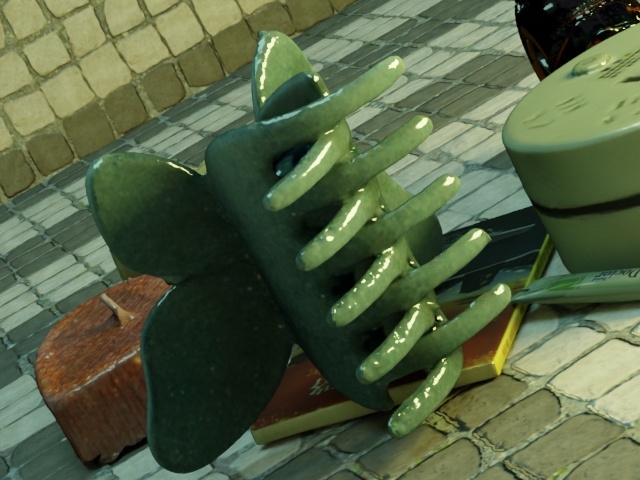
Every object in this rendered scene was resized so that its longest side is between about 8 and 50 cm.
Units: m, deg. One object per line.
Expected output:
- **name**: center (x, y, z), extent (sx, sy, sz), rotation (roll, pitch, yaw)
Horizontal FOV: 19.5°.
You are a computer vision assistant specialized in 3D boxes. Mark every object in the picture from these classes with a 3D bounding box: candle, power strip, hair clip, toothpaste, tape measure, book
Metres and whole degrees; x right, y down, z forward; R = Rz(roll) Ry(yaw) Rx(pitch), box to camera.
- **candle**: center (-0.205, 0.123, 2.037), extent (0.317, 0.131, 0.287), rotation (-15, 23, 42)
- **power strip**: center (0.358, -0.108, 1.762), extent (0.358, 0.161, 0.357), rotation (-25, 16, 8)
- **hair clip**: center (0.000, 0.000, 1.661), extent (0.392, 0.318, 0.238), rotation (-38, 25, -27)
- **toothpaste**: center (0.255, 0.042, 1.690), extent (0.197, 0.029, 0.048), rotation (-5, 21, 47)
- **tape measure**: center (0.298, -0.197, 2.046), extent (0.135, 0.223, 0.202), rotation (-27, 44, -2)
- **book**: center (0.100, 0.073, 1.871), extent (0.263, 0.028, 0.374), rotation (-18, 18, 25)

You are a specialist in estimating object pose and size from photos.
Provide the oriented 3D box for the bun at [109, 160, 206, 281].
- **bun**: center (-0.125, -0.004, 2.255), extent (0.259, 0.152, 0.259), rotation (-30, 18, 11)
